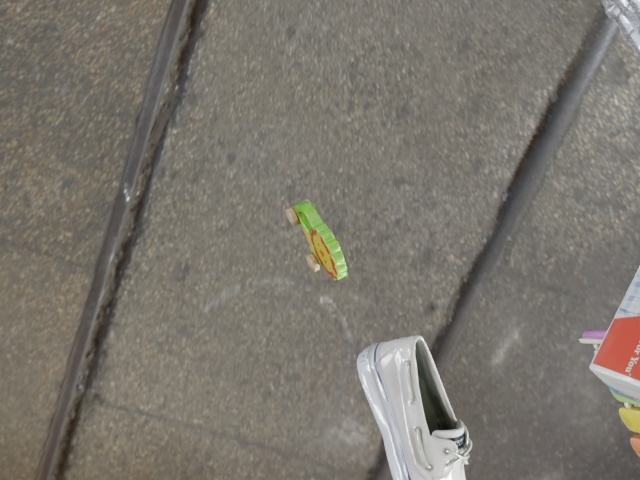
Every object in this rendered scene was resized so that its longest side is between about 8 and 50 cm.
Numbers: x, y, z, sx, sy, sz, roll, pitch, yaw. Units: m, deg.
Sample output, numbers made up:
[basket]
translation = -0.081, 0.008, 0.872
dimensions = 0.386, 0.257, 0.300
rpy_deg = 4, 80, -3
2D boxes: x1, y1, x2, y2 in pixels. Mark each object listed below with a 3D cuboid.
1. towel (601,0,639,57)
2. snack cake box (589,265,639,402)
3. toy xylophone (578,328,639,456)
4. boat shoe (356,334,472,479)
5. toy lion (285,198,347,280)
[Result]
[towel]
translation = 0.324, -0.123, 0.518
dimensions = 0.235, 0.283, 0.121
rpy_deg = -23, 153, 1
[snack cake box]
translation = 0.437, 0.068, 1.060
dimensions = 0.089, 0.152, 0.264
rpy_deg = 39, 77, -41
[toy xylophone]
translation = 0.497, 0.268, 1.415
dimensions = 0.081, 0.236, 0.322
rpy_deg = -26, 80, -9
[boat shoe]
translation = 0.111, 0.204, 0.946
dimensions = 0.076, 0.083, 0.226
rpy_deg = -26, 91, 32
[toy lion]
translation = 0.000, 0.000, 1.125
dimensions = 0.034, 0.096, 0.100
rpy_deg = -26, 96, -13
